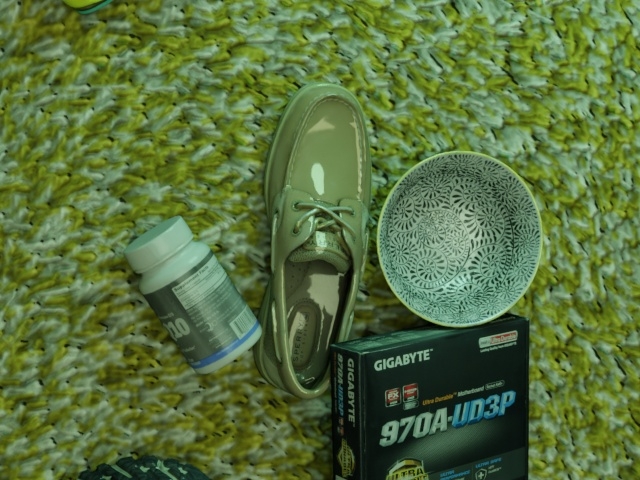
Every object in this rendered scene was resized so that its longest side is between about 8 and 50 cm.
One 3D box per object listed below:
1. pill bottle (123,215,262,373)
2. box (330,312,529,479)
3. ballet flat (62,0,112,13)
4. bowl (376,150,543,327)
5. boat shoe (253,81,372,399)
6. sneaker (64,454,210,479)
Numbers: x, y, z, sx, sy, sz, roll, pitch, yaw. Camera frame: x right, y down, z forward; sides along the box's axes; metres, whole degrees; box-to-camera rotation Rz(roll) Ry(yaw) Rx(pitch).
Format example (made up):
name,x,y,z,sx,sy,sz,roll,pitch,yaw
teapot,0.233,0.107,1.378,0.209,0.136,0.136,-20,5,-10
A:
name,x,y,z,sx,sy,sz,roll,pitch,yaw
pill bottle,-0.121,0.050,1.458,0.078,0.078,0.137,-35,102,-11
box,0.109,0.171,1.502,0.220,0.051,0.175,-8,102,-37
ballet flat,-0.145,-0.291,1.422,0.231,0.077,0.077,-31,127,-9
bowl,0.125,-0.001,1.522,0.170,0.080,0.170,0,90,-15
boat shoe,0.000,0.000,1.478,0.109,0.098,0.302,8,92,-16
sneaker,-0.226,0.297,1.447,0.283,0.110,0.122,-21,111,-7
